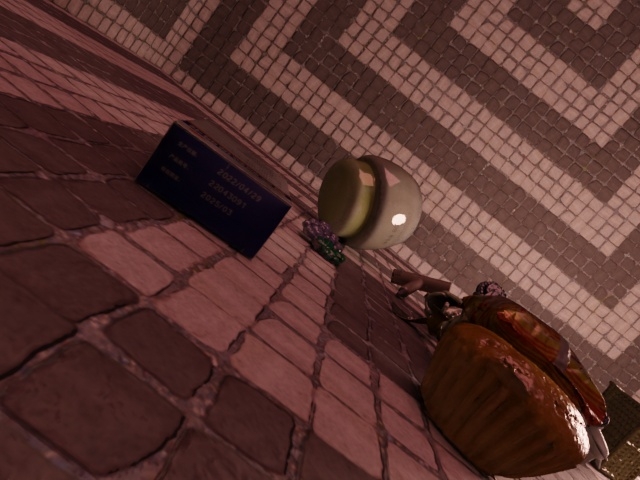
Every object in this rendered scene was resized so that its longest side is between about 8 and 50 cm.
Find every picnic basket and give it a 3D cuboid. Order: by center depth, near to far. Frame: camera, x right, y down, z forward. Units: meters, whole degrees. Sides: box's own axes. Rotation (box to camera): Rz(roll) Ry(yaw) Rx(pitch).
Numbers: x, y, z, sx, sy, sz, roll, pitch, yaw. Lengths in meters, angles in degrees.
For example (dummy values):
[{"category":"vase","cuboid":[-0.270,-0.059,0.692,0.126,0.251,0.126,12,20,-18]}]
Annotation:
[{"category":"picnic basket","cuboid":[0.764,0.494,1.166,0.134,0.196,0.154,35,8,-18]}]

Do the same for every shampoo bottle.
[{"category":"shampoo bottle","cuboid":[0.173,-0.125,1.540,0.317,0.322,0.322,11,20,-24]}]

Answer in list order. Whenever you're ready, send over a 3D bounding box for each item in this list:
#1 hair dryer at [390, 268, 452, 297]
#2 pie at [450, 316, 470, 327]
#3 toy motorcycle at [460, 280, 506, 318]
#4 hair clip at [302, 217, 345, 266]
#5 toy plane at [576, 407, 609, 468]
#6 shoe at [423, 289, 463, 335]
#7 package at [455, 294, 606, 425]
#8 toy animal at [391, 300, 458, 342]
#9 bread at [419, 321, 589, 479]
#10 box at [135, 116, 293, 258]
[{"category":"hair dryer","cuboid":[0.306,0.149,1.402,0.195,0.053,0.220,13,10,16]},{"category":"pie","cuboid":[0.375,0.280,0.907,0.302,0.067,0.302,33,25,-17]},{"category":"toy motorcycle","cuboid":[0.445,0.242,1.119,0.173,0.108,0.307,-6,58,-20]},{"category":"hair clip","cuboid":[-0.001,0.002,1.138,0.124,0.052,0.195,22,24,-31]},{"category":"toy plane","cuboid":[0.608,0.406,1.082,0.251,0.101,0.255,60,9,-52]},{"category":"shoe","cuboid":[0.393,0.214,1.325,0.210,0.132,0.342,40,11,-5]},{"category":"package","cuboid":[0.365,0.180,0.805,0.223,0.108,0.288,41,0,1]},{"category":"toy animal","cuboid":[0.288,0.199,1.070,0.219,0.095,0.155,44,20,25]},{"category":"bread","cuboid":[0.251,0.222,0.625,0.240,0.139,0.240,38,8,-6]},{"category":"box","cuboid":[-0.160,-0.102,0.761,0.200,0.106,0.299,36,10,-14]}]
